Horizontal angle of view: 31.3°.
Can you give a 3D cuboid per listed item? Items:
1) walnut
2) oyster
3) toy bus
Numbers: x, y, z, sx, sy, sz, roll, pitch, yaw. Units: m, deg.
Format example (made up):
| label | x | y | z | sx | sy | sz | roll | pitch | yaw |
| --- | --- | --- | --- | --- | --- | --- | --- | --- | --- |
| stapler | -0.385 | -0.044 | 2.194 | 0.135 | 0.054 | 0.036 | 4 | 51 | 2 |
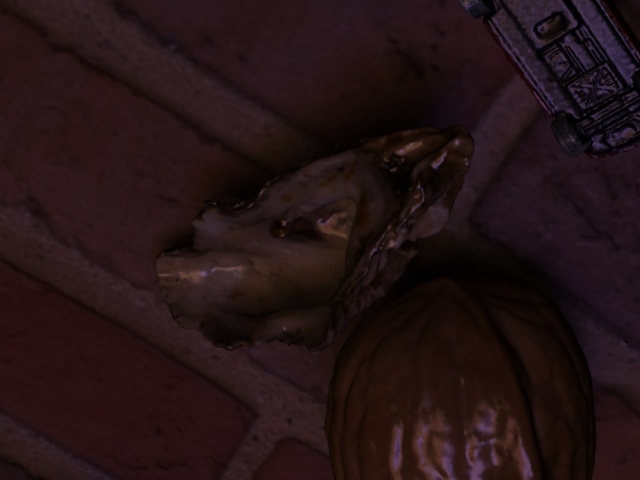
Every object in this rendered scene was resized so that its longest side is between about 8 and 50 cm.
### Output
| label | x | y | z | sx | sy | sz | roll | pitch | yaw |
| --- | --- | --- | --- | --- | --- | --- | --- | --- | --- |
| walnut | 0.113 | 0.150 | 0.915 | 0.225 | 0.225 | 0.261 | -2 | 112 | 15 |
| oyster | 0.002 | -0.002 | 0.905 | 0.341 | 0.110 | 0.166 | -42 | 66 | 34 |
| toy bus | 0.169 | -0.152 | 0.801 | 0.081 | 0.089 | 0.195 | -32 | 106 | 27 |
